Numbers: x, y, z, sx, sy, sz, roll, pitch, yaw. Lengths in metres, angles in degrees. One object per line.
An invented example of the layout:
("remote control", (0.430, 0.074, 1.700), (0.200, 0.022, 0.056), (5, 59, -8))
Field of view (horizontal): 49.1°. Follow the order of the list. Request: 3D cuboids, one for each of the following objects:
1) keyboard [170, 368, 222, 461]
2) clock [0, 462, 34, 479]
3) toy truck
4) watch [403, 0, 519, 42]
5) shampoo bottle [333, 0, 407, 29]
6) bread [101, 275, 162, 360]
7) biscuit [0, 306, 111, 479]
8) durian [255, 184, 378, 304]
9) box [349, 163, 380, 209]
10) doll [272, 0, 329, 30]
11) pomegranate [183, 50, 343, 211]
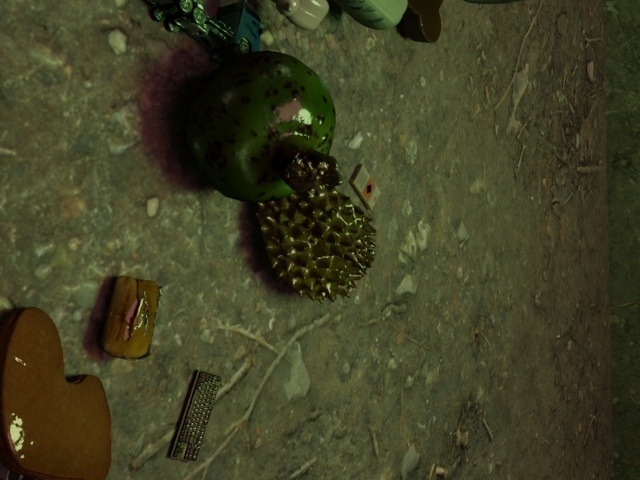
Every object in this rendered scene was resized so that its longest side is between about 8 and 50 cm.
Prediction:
("keyboard", (-0.181, 0.256, 1.026), (0.049, 0.015, 0.129), (33, 69, -49))
("clock", (-0.426, 0.306, 0.691), (0.273, 0.049, 0.279), (16, 82, -52))
("toy truck", (-0.156, -0.309, 0.954), (0.175, 0.067, 0.081), (25, 69, -47))
("watch", (0.256, -0.543, 1.232), (0.335, 0.326, 0.314), (11, 85, -51))
("shampoo bottle", (-0.010, -0.438, 1.063), (0.359, 0.134, 0.078), (20, 98, -51))
("bread", (-0.241, 0.101, 0.902), (0.072, 0.053, 0.106), (26, 69, -54))
("biscuit", (-0.300, 0.180, 0.807), (0.192, 0.036, 0.186), (52, 27, -58))
("durian", (0.000, 0.000, 1.146), (0.172, 0.166, 0.306), (-50, 132, 5))
("box", (0.085, -0.100, 1.324), (0.083, 0.012, 0.046), (52, 55, -41))
("doll", (-0.080, -0.369, 0.997), (0.059, 0.161, 0.160), (-51, 162, 23))
("pomegranate", (-0.066, -0.140, 0.947), (0.211, 0.263, 0.211), (-20, 132, -23))
